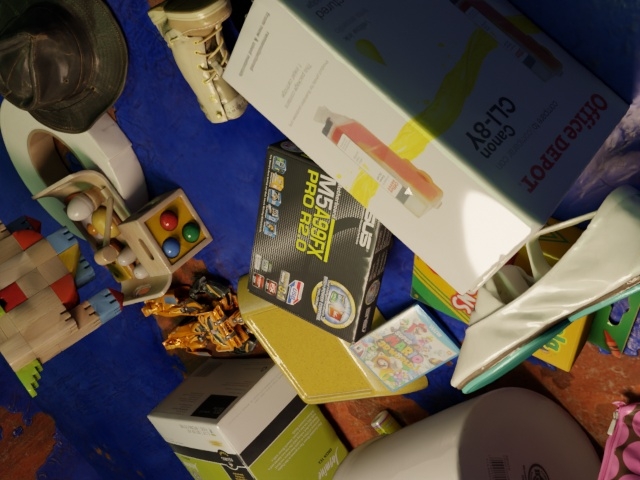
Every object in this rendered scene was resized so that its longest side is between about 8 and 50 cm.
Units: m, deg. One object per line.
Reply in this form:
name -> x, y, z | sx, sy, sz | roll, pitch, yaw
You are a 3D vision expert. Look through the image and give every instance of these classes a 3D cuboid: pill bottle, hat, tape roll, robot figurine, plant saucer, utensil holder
pill bottle -> 0.143, 0.383, 1.638 | 0.083, 0.043, 0.043 | 46, 143, 0
hat -> -0.519, -0.335, 1.492 | 0.331, 0.134, 0.331 | 13, 118, 24
tape roll -> -0.534, -0.165, 1.769 | 0.392, 0.072, 0.392 | 26, 139, 26
robot figurine -> -0.264, 0.179, 1.810 | 0.291, 0.085, 0.211 | -5, 120, 46
plant saucer -> -0.005, 0.194, 1.581 | 0.333, 0.081, 0.332 | -21, 108, 51
utensil holder -> 0.240, 0.447, 1.382 | 0.327, 0.327, 0.385 | 47, 140, -1

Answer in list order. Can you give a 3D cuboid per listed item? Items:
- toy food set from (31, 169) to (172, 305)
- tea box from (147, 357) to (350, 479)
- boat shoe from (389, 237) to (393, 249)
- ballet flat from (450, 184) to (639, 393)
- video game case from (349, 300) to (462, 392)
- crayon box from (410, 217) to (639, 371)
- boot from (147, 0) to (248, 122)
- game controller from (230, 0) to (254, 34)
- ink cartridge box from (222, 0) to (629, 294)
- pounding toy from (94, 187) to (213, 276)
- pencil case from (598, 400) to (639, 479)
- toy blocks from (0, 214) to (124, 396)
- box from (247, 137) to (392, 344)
toy food set -> -0.465, 0.004, 1.722 | 0.220, 0.092, 0.306 | -16, 113, 49
tea box -> -0.154, 0.449, 1.824 | 0.329, 0.220, 0.323 | -10, 116, 53
boat shoe -> -0.007, -0.004, 1.386 | 0.257, 0.095, 0.095 | 5, 127, 41
ballet flat -> 0.283, 0.063, 1.032 | 0.139, 0.139, 0.400 | 45, 137, 2
video game case -> 0.148, 0.188, 1.425 | 0.166, 0.015, 0.119 | -37, 101, 32
crayon box -> 0.288, 0.055, 1.170 | 0.319, 0.081, 0.202 | 24, 137, 26
boot -> -0.164, -0.279, 1.247 | 0.262, 0.095, 0.203 | 21, 142, 61
game controller -> -0.009, -0.250, 1.190 | 0.319, 0.067, 0.166 | 51, 143, -5
ink cartridge box -> 0.128, -0.173, 0.955 | 0.385, 0.279, 0.160 | 43, 142, 4
pounding toy -> -0.343, -0.017, 1.606 | 0.094, 0.206, 0.181 | -10, 116, 48
pencil case -> 0.443, 0.336, 1.171 | 0.098, 0.209, 0.095 | 32, 147, -7
toy blocks -> -0.583, 0.083, 1.668 | 0.381, 0.261, 0.190 | 49, 157, 15
box -> 0.000, 0.000, 1.286 | 0.216, 0.060, 0.270 | 25, 121, 25
